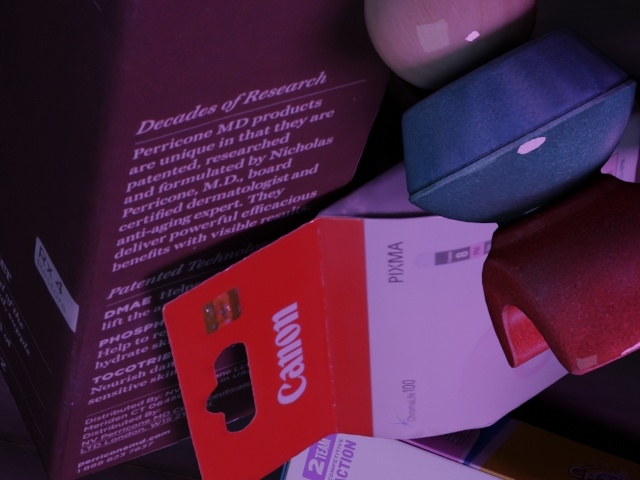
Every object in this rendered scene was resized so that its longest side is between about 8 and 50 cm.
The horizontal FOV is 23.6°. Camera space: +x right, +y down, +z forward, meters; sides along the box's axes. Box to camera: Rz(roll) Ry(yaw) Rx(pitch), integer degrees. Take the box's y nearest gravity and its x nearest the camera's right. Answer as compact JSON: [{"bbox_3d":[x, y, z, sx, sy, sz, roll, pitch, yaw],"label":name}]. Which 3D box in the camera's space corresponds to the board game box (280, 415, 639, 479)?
[{"bbox_3d":[0.116,0.232,0.945,0.316,0.064,0.242,20,118,9],"label":"board game box"}]

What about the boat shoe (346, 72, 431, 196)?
[{"bbox_3d":[-0.007,-0.004,0.850,0.095,0.095,0.257,25,147,15],"label":"boat shoe"}]

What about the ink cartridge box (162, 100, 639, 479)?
[{"bbox_3d":[0.047,0.040,0.736,0.066,0.232,0.189,42,155,30],"label":"ink cartridge box"}]

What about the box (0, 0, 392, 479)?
[{"bbox_3d":[-0.086,-0.066,0.703,0.191,0.143,0.381,58,150,26],"label":"box"}]

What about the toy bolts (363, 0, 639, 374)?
[{"bbox_3d":[0.122,-0.069,0.570,0.158,0.228,0.218,62,166,-1],"label":"toy bolts"}]
